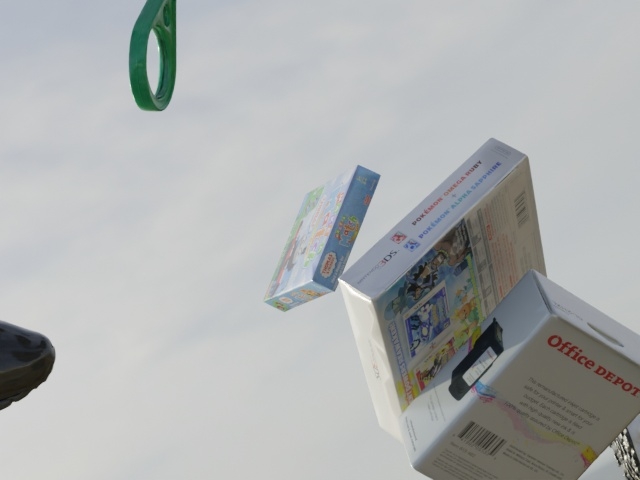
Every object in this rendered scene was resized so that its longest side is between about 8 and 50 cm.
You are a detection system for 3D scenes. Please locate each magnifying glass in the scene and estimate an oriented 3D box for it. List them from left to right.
[{"bbox_3d":[-0.162,-0.237,2.023,0.026,0.231,0.092,1,-26,16],"label":"magnifying glass"}]

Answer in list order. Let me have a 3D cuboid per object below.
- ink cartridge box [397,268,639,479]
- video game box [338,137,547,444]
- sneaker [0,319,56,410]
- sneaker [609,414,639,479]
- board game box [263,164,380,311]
[{"bbox_3d":[0.167,0.128,1.583,0.175,0.127,0.072,-50,26,19],"label":"ink cartridge box"},{"bbox_3d":[0.108,0.046,1.638,0.187,0.048,0.205,-44,-37,-24],"label":"video game box"},{"bbox_3d":[-0.362,0.070,1.666,0.286,0.130,0.109,8,25,-13],"label":"sneaker"},{"bbox_3d":[0.365,0.255,1.915,0.108,0.272,0.100,-18,-13,-8],"label":"sneaker"},{"bbox_3d":[0.000,0.000,2.502,0.160,0.039,0.211,-68,14,-15],"label":"board game box"}]
